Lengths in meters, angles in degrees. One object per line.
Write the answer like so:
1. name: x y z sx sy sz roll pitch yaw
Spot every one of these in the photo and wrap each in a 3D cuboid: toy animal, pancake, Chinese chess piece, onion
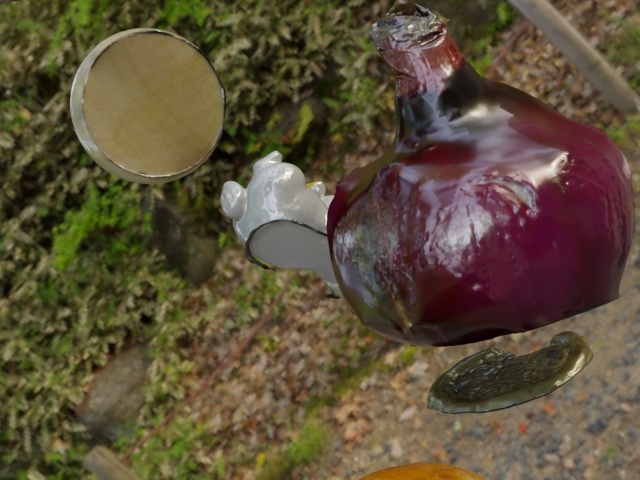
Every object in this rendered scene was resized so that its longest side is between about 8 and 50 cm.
1. toy animal: 0.003 -0.005 1.456 0.208 0.325 0.154 -22 42 26
2. pancake: 0.245 0.177 1.244 0.235 0.029 0.212 -19 8 30
3. Chinese chess piece: -0.283 -0.222 1.572 0.257 0.257 0.104 -51 20 -13
4. onion: 0.181 -0.092 1.157 0.398 0.421 0.398 -10 7 1

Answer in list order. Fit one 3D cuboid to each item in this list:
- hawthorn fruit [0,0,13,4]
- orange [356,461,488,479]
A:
1. hawthorn fruit: -0.338 -0.389 1.051 0.235 0.231 0.263 79 -174 -65
2. orange: 0.107 0.355 0.957 0.261 0.261 0.261 -46 12 12
